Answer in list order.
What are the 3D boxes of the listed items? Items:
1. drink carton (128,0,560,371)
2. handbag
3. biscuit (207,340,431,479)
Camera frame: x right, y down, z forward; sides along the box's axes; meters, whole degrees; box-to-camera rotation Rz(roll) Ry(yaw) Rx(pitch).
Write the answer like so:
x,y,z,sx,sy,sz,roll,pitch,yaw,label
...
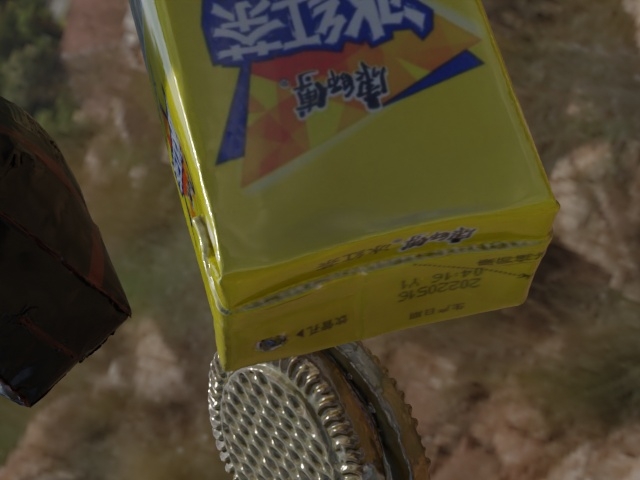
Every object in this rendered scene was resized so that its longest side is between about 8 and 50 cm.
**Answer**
x,y,z,sx,sy,sz,roll,pitch,yaw,label
-0.014,-0.126,0.801,0.111,0.154,0.351,93,163,-62,drink carton
-0.226,-0.008,1.059,0.155,0.169,0.215,-41,37,2,handbag
-0.005,0.187,1.514,0.259,0.079,0.259,30,131,42,biscuit
